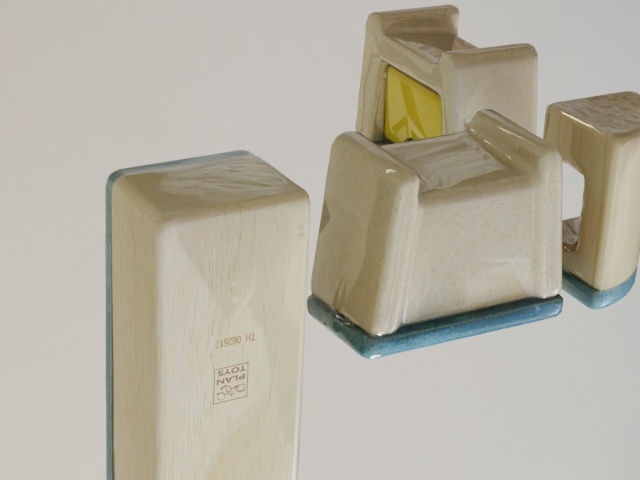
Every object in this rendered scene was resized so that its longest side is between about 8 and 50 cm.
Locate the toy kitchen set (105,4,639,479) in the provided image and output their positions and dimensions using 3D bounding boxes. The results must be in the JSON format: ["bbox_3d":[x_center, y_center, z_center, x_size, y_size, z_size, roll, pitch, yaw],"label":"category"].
[{"bbox_3d":[0.000,0.000,0.604,0.166,0.207,0.122,38,132,51],"label":"toy kitchen set"}]
